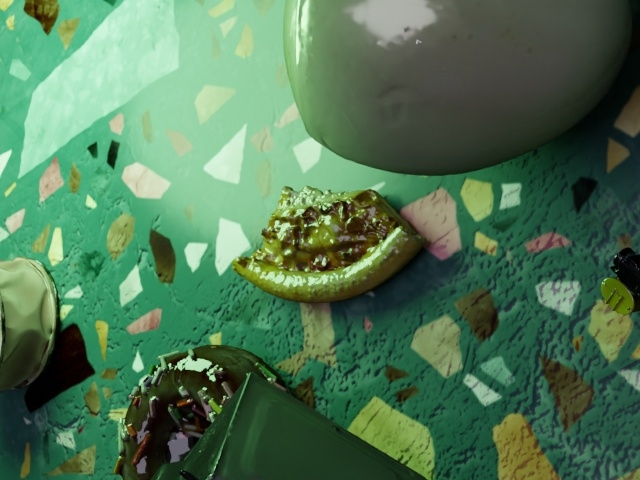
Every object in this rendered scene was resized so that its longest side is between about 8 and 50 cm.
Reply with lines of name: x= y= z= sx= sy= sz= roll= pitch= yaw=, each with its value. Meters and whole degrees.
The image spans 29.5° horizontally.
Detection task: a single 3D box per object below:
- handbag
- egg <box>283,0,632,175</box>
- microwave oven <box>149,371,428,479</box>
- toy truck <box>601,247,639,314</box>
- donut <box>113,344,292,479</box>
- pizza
handbag: x=-0.459 y=0.117 z=1.718 sx=0.179 sy=0.116 sz=0.205 roll=-20 pitch=72 yaw=37
egg: x=0.125 y=-0.204 z=1.171 sx=0.345 sy=0.283 sz=0.283 roll=2 pitch=85 yaw=26
microwave oven: x=-0.076 y=0.353 z=1.242 sx=0.286 sy=0.218 sz=0.355 roll=33 pitch=114 yaw=-7
toy truck: x=0.302 y=0.037 z=1.117 sx=0.049 sy=0.083 sz=0.054 roll=51 pitch=130 yaw=32
donut: x=-0.137 y=0.251 z=1.441 sx=0.270 sy=0.103 sz=0.269 roll=-8 pitch=77 yaw=38
pizza: x=0.003 y=0.006 z=1.387 sx=0.271 sy=0.056 sz=0.134 roll=4 pitch=95 yaw=39
